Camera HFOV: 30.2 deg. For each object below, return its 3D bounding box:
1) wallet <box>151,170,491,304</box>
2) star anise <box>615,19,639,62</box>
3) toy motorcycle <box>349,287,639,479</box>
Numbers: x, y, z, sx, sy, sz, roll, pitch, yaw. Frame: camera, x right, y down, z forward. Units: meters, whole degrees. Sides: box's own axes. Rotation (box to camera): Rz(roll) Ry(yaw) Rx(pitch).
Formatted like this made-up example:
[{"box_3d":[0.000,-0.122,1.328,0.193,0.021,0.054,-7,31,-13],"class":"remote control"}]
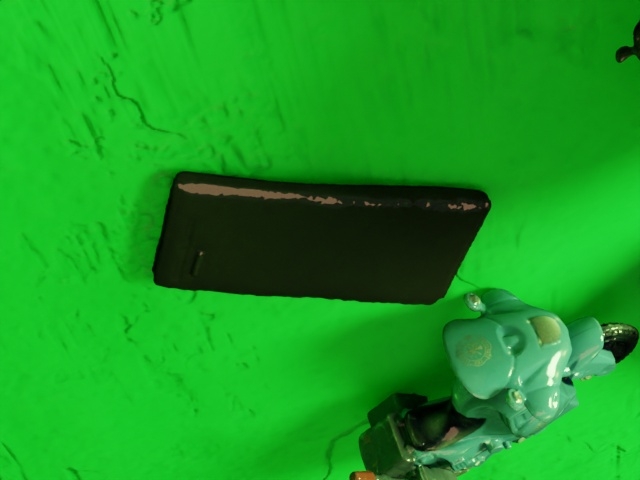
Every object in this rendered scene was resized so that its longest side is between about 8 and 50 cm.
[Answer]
[{"box_3d":[0.000,0.001,0.905,0.244,0.025,0.124,4,137,-16],"class":"wallet"},{"box_3d":[0.237,-0.201,0.600,0.102,0.272,0.272,-12,150,-45],"class":"star anise"},{"box_3d":[0.136,0.140,1.028,0.182,0.124,0.272,16,134,-42],"class":"toy motorcycle"}]
